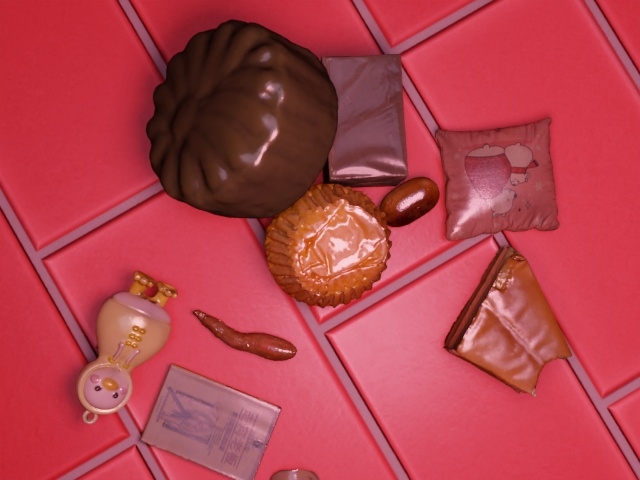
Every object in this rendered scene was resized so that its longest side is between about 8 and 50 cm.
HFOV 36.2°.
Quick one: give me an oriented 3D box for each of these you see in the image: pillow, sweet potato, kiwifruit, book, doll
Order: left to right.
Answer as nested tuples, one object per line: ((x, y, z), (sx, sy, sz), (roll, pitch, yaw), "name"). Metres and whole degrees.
((-0.367, 0.205, 1.822), (0.141, 0.117, 0.296), (26, 79, -26), "doll")
((-0.209, 0.351, 1.870), (0.231, 0.026, 0.161), (22, 86, 0), "book")
((-0.147, 0.185, 1.874), (0.214, 0.050, 0.050), (18, 86, 6), "sweet potato")
((0.171, -0.075, 1.881), (0.124, 0.075, 0.075), (-33, 87, 11), "kiwifruit")
((0.342, -0.118, 1.884), (0.236, 0.084, 0.223), (-7, 85, -3), "pillow")

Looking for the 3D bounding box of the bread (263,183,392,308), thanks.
((0.017, 0.015, 1.774), (0.240, 0.139, 0.239), (-2, 103, -8), "bread")

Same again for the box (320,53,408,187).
((0.076, -0.220, 1.854), (0.149, 0.155, 0.231), (-3, 85, -4), "box")

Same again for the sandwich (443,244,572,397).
((0.375, 0.155, 1.832), (0.198, 0.155, 0.227), (30, 86, -1), "sandwich")

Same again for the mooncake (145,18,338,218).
((-0.153, -0.215, 1.757), (0.357, 0.194, 0.356), (-15, 65, 35), "mooncake")

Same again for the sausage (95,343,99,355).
((-0.406, 0.242, 1.880), (0.015, 0.015, 0.100), (-27, 87, -3), "sausage")

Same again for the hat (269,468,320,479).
((-0.049, 0.517, 1.832), (0.147, 0.085, 0.175), (-7, 87, -1), "hat")
